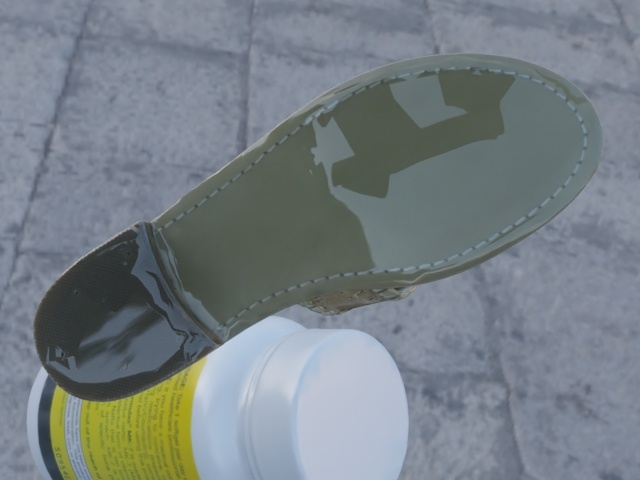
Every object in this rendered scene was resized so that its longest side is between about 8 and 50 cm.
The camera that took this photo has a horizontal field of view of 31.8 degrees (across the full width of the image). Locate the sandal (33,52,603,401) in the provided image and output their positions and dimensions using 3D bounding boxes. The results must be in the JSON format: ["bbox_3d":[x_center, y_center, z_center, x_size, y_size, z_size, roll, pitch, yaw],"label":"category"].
[{"bbox_3d":[-0.003,-0.006,0.477,0.240,0.079,0.088,-26,87,5],"label":"sandal"}]

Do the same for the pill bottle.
[{"bbox_3d":[-0.062,0.103,0.649,0.208,0.119,0.119,-6,23,40],"label":"pill bottle"}]
